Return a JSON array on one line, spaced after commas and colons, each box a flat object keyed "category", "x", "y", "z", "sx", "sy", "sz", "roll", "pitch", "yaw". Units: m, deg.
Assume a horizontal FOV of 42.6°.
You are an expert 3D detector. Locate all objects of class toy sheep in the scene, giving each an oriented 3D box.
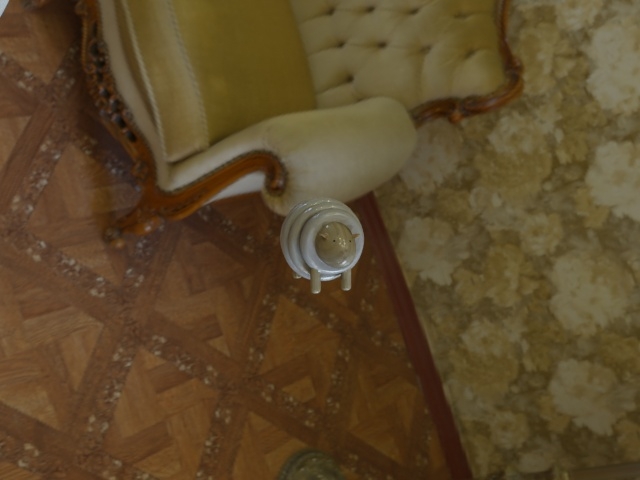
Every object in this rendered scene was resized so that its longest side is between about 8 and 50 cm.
[{"category": "toy sheep", "x": 0.000, "y": 0.000, "z": 0.810, "sx": 0.091, "sy": 0.132, "sz": 0.091, "roll": -5, "pitch": 103, "yaw": -22}]

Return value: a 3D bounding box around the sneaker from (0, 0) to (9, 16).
[{"category": "sneaker", "x": -0.191, "y": -0.185, "z": 0.458, "sx": 0.057, "sy": 0.075, "sz": 0.161, "roll": 27, "pitch": 88, "yaw": 0}]
